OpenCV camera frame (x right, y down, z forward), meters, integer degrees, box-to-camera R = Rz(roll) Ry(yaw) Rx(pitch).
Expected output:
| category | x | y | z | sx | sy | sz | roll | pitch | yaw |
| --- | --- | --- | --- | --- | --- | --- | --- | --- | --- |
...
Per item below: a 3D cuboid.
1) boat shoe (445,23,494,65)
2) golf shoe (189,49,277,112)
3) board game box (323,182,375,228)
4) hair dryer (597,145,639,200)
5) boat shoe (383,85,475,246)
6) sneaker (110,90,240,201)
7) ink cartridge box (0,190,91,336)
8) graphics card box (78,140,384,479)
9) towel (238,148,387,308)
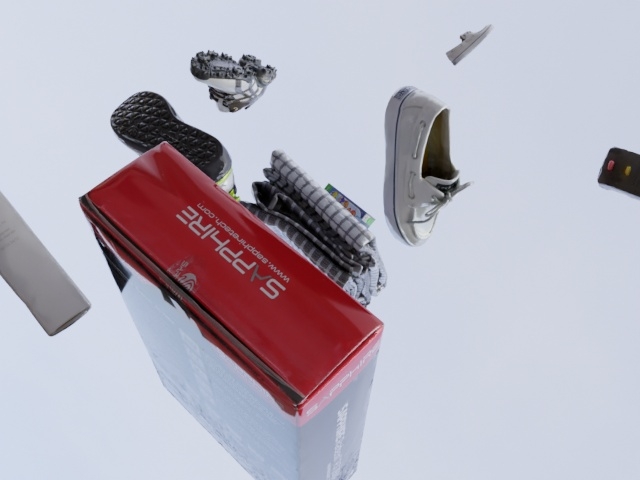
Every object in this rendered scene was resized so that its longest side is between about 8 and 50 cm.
| category | x | y | z | sx | sy | sz | roll | pitch | yaw |
| --- | --- | --- | --- | --- | --- | --- | --- | --- | --- |
| boat shoe | 0.256 | -0.345 | 1.271 | 0.035 | 0.100 | 0.035 | 47 | -4 | 0 |
| golf shoe | -0.136 | -0.229 | 1.105 | 0.077 | 0.198 | 0.094 | 38 | -68 | 16 |
| board game box | 0.000 | 0.000 | 1.455 | 0.201 | 0.035 | 0.136 | -52 | -134 | 3 |
| hair dryer | 0.386 | -0.062 | 0.566 | 0.293 | 0.223 | 0.080 | 16 | -67 | 38 |
| boat shoe | 0.222 | -0.118 | 1.442 | 0.156 | 0.136 | 0.367 | 29 | -42 | 36 |
| sneaker | -0.192 | -0.111 | 0.969 | 0.234 | 0.084 | 0.097 | 39 | -17 | 34 |
| ink cartridge box | -0.402 | -0.048 | 0.854 | 0.371 | 0.069 | 0.176 | 55 | -19 | -5 |
| graphics card box | -0.068 | 0.109 | 0.658 | 0.233 | 0.094 | 0.371 | 38 | -26 | 22 |
| towel | -0.007 | 0.007 | 1.222 | 0.235 | 0.121 | 0.284 | 43 | -6 | 17 |
